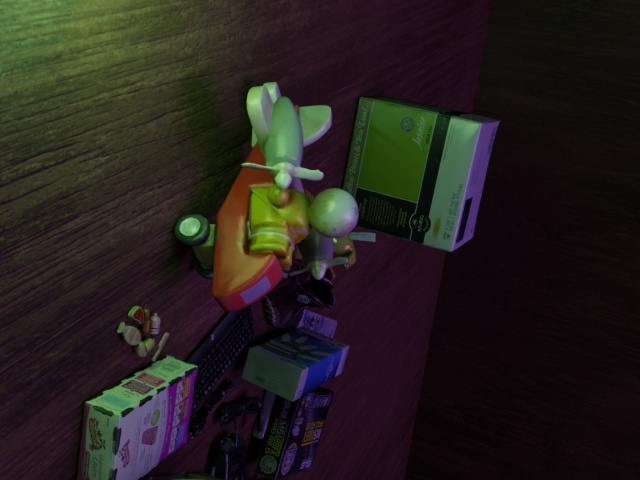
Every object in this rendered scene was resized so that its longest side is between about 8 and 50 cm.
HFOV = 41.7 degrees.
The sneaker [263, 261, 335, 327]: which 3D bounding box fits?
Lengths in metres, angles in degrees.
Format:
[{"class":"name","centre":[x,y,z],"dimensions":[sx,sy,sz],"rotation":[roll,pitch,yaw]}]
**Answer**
[{"class":"sneaker","centre":[-0.038,0.137,1.858],"dimensions":[0.281,0.162,0.106],"rotation":[69,41,-59]}]

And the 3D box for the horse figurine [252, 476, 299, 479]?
[{"class":"horse figurine","centre":[-0.152,0.620,1.971],"dimensions":[0.263,0.174,0.066],"rotation":[-30,113,-52]}]

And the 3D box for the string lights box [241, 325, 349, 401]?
[{"class":"string lights box","centre":[-0.051,0.272,1.882],"dimensions":[0.260,0.133,0.077],"rotation":[-13,121,-65]}]

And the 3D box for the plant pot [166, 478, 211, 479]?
[{"class":"plant pot","centre":[-0.243,0.540,1.364],"dimensions":[0.290,0.290,0.195],"rotation":[-23,112,-66]}]

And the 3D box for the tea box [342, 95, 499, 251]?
[{"class":"tea box","centre":[0.249,-0.181,2.157],"dimensions":[0.220,0.323,0.329],"rotation":[-23,127,-65]}]

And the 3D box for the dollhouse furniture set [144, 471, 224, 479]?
[{"class":"dollhouse furniture set","centre":[-0.250,0.626,1.607],"dimensions":[0.286,0.198,0.303],"rotation":[39,68,-69]}]

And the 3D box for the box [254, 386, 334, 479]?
[{"class":"box","centre":[-0.060,0.475,2.110],"dimensions":[0.270,0.060,0.216],"rotation":[26,80,-70]}]

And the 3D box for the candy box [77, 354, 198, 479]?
[{"class":"candy box","centre":[-0.302,0.307,1.405],"dimensions":[0.233,0.071,0.159],"rotation":[-27,130,-65]}]

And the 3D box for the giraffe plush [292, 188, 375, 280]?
[{"class":"giraffe plush","centre":[0.000,0.000,1.871],"dimensions":[0.170,0.210,0.181],"rotation":[123,-13,-66]}]

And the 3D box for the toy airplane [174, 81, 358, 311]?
[{"class":"toy airplane","centre":[-0.051,-0.088,1.484],"dimensions":[0.386,0.272,0.384],"rotation":[-29,131,-63]}]

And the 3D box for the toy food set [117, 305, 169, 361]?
[{"class":"toy food set","centre":[-0.294,0.147,1.387],"dimensions":[0.078,0.019,0.122],"rotation":[-64,151,-28]}]

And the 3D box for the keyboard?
[{"class":"keyboard","centre":[-0.214,0.271,1.683],"dimensions":[0.317,0.033,0.201],"rotation":[-50,150,-47]}]

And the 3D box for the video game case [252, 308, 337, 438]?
[{"class":"video game case","centre":[-0.060,0.343,2.154],"dimensions":[0.300,0.036,0.329],"rotation":[33,74,-70]}]

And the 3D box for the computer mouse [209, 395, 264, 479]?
[{"class":"computer mouse","centre":[-0.190,0.472,1.867],"dimensions":[0.184,0.060,0.262],"rotation":[-16,109,-63]}]
